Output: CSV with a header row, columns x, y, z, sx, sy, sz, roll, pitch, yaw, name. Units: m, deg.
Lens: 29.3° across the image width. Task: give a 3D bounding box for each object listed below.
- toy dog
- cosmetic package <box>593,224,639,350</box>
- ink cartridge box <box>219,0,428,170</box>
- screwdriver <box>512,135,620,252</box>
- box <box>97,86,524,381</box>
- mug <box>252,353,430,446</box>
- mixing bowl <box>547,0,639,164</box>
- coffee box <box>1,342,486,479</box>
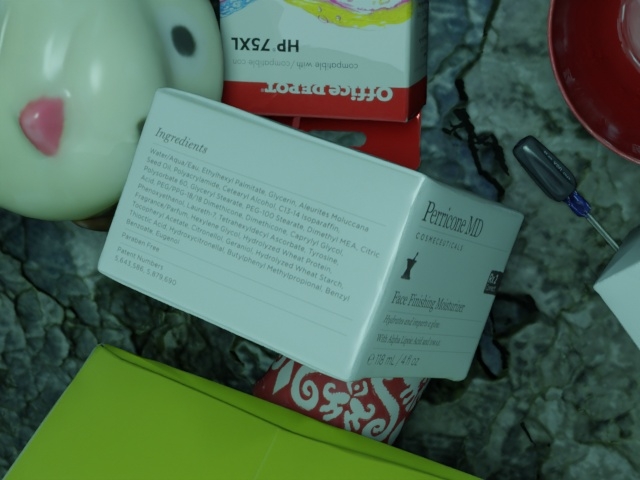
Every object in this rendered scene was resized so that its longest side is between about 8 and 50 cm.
x,y,z,sx,sy,sz,roll,pitch,yaw,name
-0.267,-0.118,0.786,0.408,0.395,0.284,9,102,-6,toy dog
0.400,0.047,0.725,0.377,0.097,0.284,-34,96,40,cosmetic package
0.004,-0.156,0.842,0.134,0.078,0.231,3,105,13,ink cartridge box
0.198,-0.009,0.868,0.024,0.025,0.170,-41,100,19,screwdriver
0.000,0.000,0.741,0.182,0.181,0.119,21,94,27,box
0.025,0.056,0.876,0.150,0.113,0.169,32,106,3,mug
0.238,-0.138,0.779,0.181,0.098,0.181,3,104,13,mixing bowl
-0.072,0.333,0.795,0.338,0.337,0.334,19,133,9,coffee box
